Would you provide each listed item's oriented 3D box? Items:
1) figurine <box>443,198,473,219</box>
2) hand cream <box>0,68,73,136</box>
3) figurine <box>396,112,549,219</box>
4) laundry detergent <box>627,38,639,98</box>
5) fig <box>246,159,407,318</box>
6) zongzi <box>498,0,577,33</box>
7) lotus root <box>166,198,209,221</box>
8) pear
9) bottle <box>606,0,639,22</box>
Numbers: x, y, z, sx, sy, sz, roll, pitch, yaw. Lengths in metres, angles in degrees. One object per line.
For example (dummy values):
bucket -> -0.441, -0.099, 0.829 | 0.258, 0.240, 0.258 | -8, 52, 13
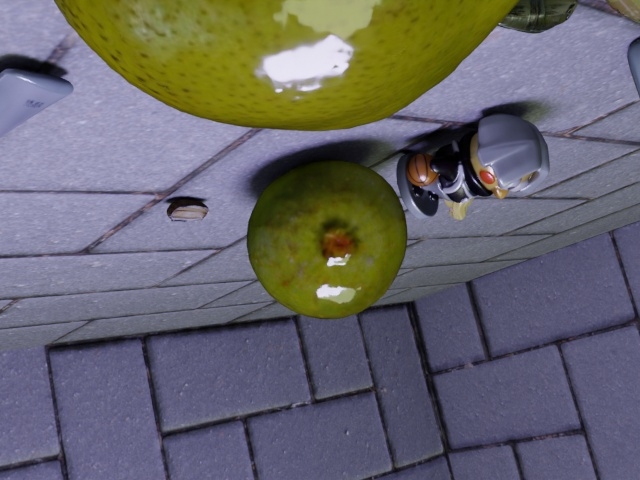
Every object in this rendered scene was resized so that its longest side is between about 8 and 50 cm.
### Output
figurine -> 0.283, -0.107, 1.567 | 0.083, 0.083, 0.187 | -10, 158, -17
hand cream -> -0.373, -0.120, 0.857 | 0.255, 0.048, 0.079 | -23, 170, 28
figurine -> 0.246, -0.123, 1.308 | 0.236, 0.133, 0.176 | -17, 170, 32
laundry detergent -> 0.529, -0.146, 1.136 | 0.105, 0.280, 0.215 | -19, 166, 31
fig -> 0.000, 0.000, 1.336 | 0.258, 0.258, 0.326 | -10, 180, -16
zongzi -> 0.215, -0.252, 0.895 | 0.104, 0.052, 0.113 | -3, 179, -10
lotus root -> -0.225, -0.054, 1.349 | 0.083, 0.030, 0.037 | -1, 132, -56
pear -> -0.009, -0.196, 0.389 | 0.294, 0.294, 0.294 | -13, 168, -3
bottle -> 0.320, -0.270, 0.819 | 0.270, 0.083, 0.083 | -1, 163, -43
